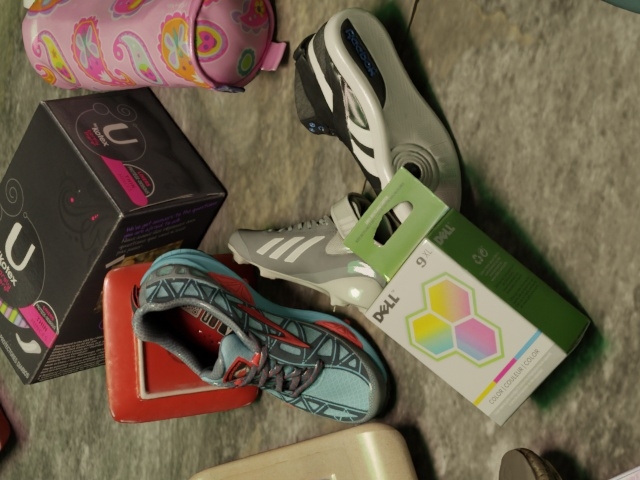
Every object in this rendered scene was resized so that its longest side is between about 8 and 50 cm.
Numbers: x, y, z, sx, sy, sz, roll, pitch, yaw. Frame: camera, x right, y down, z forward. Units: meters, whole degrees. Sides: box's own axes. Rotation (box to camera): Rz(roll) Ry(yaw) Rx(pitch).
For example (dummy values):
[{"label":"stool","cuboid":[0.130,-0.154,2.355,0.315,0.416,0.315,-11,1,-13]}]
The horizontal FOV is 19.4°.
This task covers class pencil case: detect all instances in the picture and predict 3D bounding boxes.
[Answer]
[{"label":"pencil case","cuboid":[-0.168,-0.202,1.835,0.284,0.124,0.124,5,103,44]}]

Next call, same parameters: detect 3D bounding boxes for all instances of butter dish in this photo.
[{"label":"butter dish","cuboid":[-0.151,0.091,1.883,0.118,0.160,0.160,-160,66,-67]}]

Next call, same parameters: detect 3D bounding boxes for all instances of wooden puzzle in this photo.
[{"label":"wooden puzzle","cuboid":[-0.009,0.360,1.813,0.348,0.080,0.322,-23,82,51]}]

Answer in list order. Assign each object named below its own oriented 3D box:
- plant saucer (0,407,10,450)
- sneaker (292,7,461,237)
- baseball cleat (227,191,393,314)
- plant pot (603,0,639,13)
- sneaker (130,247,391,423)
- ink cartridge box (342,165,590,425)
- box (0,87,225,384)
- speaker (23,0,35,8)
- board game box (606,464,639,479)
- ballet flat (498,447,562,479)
[{"label":"plant saucer","cuboid":[-0.481,0.202,2.304,0.258,0.047,0.259,-47,67,41]},{"label":"sneaker","cuboid":[0.046,-0.092,1.678,0.121,0.079,0.217,-30,82,60]},{"label":"baseball cleat","cuboid":[0.000,0.000,1.755,0.206,0.072,0.109,22,98,39]},{"label":"plant pot","cuboid":[0.242,-0.274,1.290,0.271,0.255,0.272,13,109,44]},{"label":"sneaker","cuboid":[-0.063,0.112,1.743,0.262,0.125,0.104,25,117,6]},{"label":"ink cartridge box","cuboid":[0.111,0.048,1.587,0.209,0.062,0.109,40,130,4]},{"label":"box","cuboid":[-0.243,-0.004,1.937,0.165,0.143,0.270,52,131,24]},{"label":"speaker","cuboid":[-0.285,-0.313,1.973,0.055,0.055,0.136,19,112,42]},{"label":"board game box","cuboid":[0.369,0.289,1.429,0.318,0.066,0.318,-34,75,45]},{"label":"ballet flat","cuboid":[0.219,0.289,1.577,0.250,0.058,0.084,67,155,17]}]
